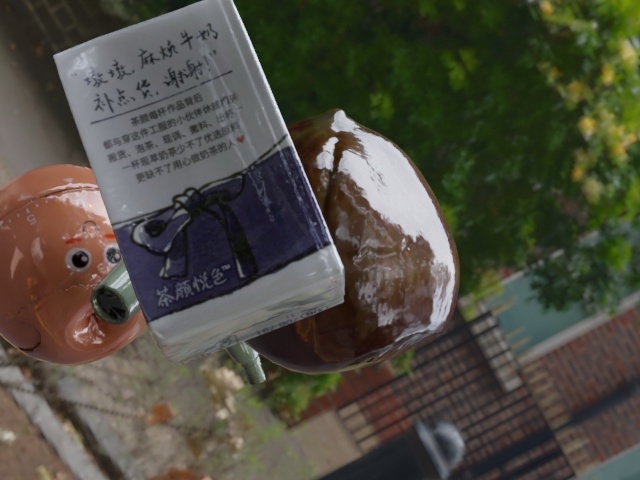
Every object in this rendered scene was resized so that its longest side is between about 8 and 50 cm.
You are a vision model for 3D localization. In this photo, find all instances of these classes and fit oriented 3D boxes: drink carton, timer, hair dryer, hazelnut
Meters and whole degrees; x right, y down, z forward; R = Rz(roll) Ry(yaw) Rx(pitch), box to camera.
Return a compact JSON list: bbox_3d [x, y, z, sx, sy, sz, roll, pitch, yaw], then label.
[{"bbox_3d":[-0.083,-0.043,0.847,0.102,0.134,0.222,77,-8,-75],"label":"drink carton"},{"bbox_3d":[-0.304,0.029,1.474,0.215,0.229,0.229,57,2,30],"label":"timer"},{"bbox_3d":[-0.130,0.053,1.151,0.219,0.088,0.225,-18,104,-56],"label":"hair dryer"},{"bbox_3d":[0.000,0.000,1.012,0.229,0.229,0.229,61,4,-8],"label":"hazelnut"}]
